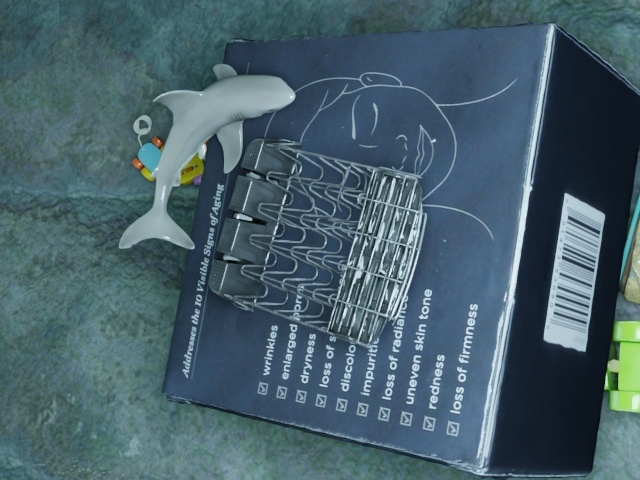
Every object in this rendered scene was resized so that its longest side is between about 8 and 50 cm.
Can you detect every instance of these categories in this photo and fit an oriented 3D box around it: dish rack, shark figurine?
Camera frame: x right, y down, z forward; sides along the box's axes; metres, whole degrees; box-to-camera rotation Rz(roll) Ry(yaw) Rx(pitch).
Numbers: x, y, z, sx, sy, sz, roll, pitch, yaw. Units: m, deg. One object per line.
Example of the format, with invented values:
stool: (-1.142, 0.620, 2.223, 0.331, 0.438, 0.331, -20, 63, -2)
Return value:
dish rack: (0.000, 0.000, 1.179, 0.271, 0.074, 0.208, 16, 91, 38)
shark figurine: (-0.170, -0.128, 1.319, 0.278, 0.116, 0.166, -49, 52, 17)

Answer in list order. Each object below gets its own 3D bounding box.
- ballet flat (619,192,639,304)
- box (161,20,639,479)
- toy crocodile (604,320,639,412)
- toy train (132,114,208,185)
ballet flat: (0.454, -0.086, 1.342, 0.123, 0.123, 0.349, 11, 97, 23)
box: (0.099, 0.009, 1.326, 0.471, 0.297, 0.480, 6, 83, 37)
toy crocodile: (0.339, 0.162, 1.374, 0.340, 0.105, 0.115, 0, 80, 26)
toy train: (-0.211, -0.144, 1.669, 0.166, 0.046, 0.125, 3, 81, 19)
